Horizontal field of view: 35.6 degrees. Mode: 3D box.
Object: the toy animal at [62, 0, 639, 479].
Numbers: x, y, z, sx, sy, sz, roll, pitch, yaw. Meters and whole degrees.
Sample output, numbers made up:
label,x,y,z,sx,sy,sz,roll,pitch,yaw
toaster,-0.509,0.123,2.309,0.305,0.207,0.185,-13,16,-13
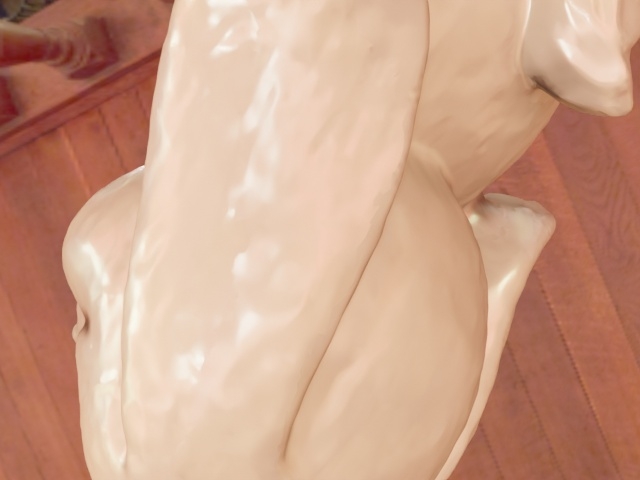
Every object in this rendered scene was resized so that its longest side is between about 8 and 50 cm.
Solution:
label,x,y,z,sx,sy,sz,roll,pitch,yaw
toy animal,0.000,0.000,0.401,0.206,0.271,0.265,15,73,30
